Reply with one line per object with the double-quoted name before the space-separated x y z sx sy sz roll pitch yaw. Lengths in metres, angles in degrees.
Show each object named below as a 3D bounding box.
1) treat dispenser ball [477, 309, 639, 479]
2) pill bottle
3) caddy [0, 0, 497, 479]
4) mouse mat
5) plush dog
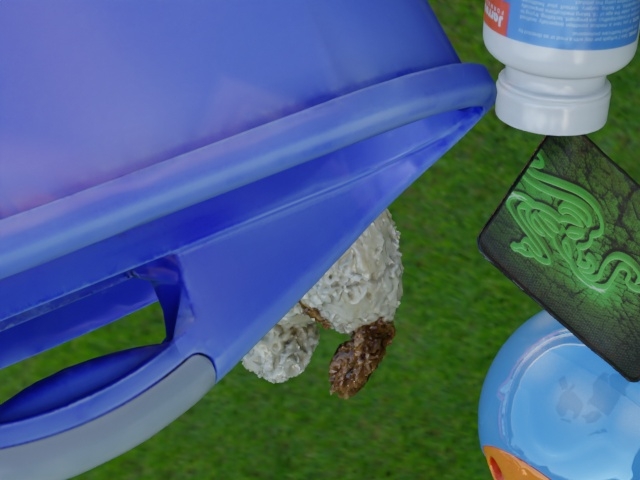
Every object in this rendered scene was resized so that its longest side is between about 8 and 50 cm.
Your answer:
"treat dispenser ball" 0.324 0.207 1.770 0.288 0.288 0.288 -9 73 30
"pill bottle" 0.191 -0.199 1.200 0.124 0.124 0.222 21 120 34
"caddy" -0.105 -0.013 0.476 0.241 0.341 0.179 -30 85 56
"mouse mat" 0.234 0.008 1.298 0.153 0.189 0.007 -54 9 -23
"plush dog" 0.000 0.000 1.298 0.210 0.262 0.225 -28 26 -8
